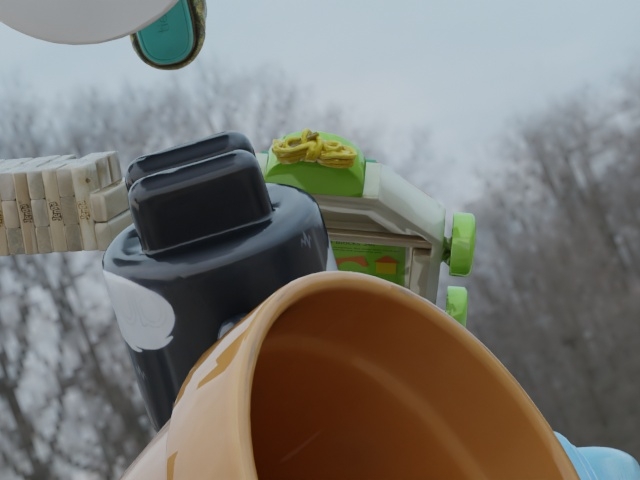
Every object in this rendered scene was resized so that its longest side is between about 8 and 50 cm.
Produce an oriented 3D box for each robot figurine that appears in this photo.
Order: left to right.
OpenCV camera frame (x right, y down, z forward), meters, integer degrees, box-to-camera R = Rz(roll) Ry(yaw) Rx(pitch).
[{"bbox_3d":[-0.060,0.063,1.427,0.173,0.278,0.209,-3,22,34],"label":"robot figurine"}]

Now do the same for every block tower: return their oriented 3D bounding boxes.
[{"bbox_3d":[-0.358,-0.033,1.994,0.335,0.091,0.097,-3,12,19],"label":"block tower"}]

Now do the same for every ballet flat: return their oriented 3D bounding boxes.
[{"bbox_3d":[-0.201,-0.377,2.243,0.123,0.348,0.123,-8,15,2],"label":"ballet flat"}]

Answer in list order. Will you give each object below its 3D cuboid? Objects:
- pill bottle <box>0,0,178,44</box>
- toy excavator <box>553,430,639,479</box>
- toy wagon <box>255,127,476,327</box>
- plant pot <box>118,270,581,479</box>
[{"bbox_3d":[-0.179,-0.273,1.347,0.210,0.210,0.363,-21,26,-1],"label":"pill bottle"},{"bbox_3d":[0.251,0.310,1.781,0.445,0.222,0.433,-5,-25,-18],"label":"toy excavator"},{"bbox_3d":[0.000,0.000,1.641,0.267,0.068,0.344,4,-34,3],"label":"toy wagon"},{"bbox_3d":[-0.004,0.189,1.015,0.203,0.291,0.291,-35,-14,32],"label":"plant pot"}]
